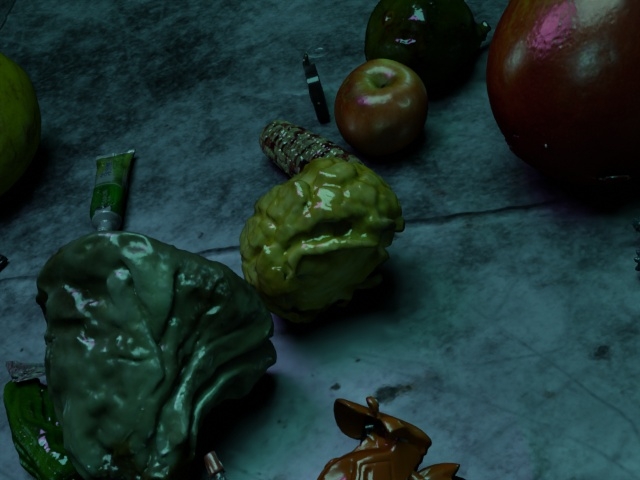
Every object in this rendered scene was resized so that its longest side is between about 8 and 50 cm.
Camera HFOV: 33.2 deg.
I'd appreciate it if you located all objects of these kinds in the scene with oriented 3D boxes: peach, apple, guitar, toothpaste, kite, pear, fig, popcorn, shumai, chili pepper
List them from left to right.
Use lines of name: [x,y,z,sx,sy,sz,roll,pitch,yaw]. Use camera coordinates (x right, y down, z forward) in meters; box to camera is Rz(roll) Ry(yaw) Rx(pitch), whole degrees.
pear: [-0.648,-0.197,1.931,0.287,0.287,0.375,-15,56,3]
kite: [-0.392,0.175,1.532,0.139,0.011,0.157,3,14,23]
chili pepper: [-0.366,0.258,1.431,0.074,0.100,0.257,-48,43,7]
toothpaste: [-0.364,-0.085,1.858,0.078,0.047,0.248,-12,37,4]
shumai: [-0.223,0.172,1.328,0.309,0.304,0.263,-6,52,17]
guitar: [-0.014,-0.296,1.960,0.025,0.088,0.233,-16,30,3]
popcorn: [0.000,0.000,1.485,0.250,0.250,0.190,-33,80,-18]
apple: [0.100,-0.216,1.770,0.163,0.139,0.163,-2,47,2]
fig: [0.200,-0.353,1.878,0.245,0.195,0.195,4,29,-31]
peach: [0.413,-0.247,1.543,0.370,0.370,0.370,-10,40,9]

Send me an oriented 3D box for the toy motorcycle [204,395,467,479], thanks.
toy motorcycle: [0.013,0.299,1.196,0.326,0.148,0.221,-22,61,-15]

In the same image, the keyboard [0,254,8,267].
keyboard: [-0.640,0.121,1.740,0.101,0.018,0.310,12,47,33]

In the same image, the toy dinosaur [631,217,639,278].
toy dinosaur: [0.443,0.026,1.422,0.055,0.049,0.154,-15,44,8]

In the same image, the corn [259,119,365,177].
corn: [-0.022,-0.137,1.758,0.086,0.086,0.253,-34,41,-19]
